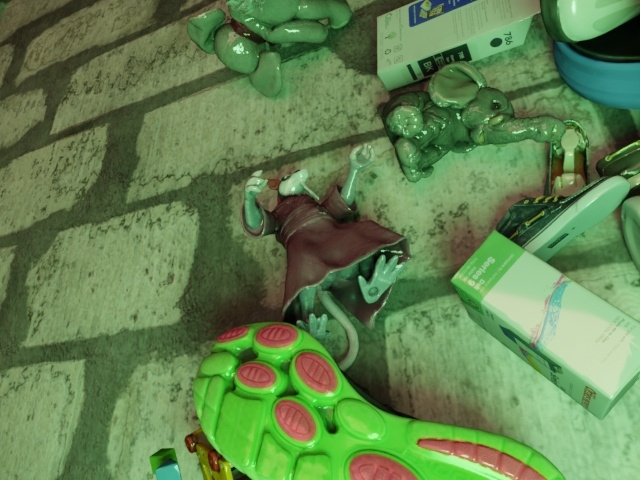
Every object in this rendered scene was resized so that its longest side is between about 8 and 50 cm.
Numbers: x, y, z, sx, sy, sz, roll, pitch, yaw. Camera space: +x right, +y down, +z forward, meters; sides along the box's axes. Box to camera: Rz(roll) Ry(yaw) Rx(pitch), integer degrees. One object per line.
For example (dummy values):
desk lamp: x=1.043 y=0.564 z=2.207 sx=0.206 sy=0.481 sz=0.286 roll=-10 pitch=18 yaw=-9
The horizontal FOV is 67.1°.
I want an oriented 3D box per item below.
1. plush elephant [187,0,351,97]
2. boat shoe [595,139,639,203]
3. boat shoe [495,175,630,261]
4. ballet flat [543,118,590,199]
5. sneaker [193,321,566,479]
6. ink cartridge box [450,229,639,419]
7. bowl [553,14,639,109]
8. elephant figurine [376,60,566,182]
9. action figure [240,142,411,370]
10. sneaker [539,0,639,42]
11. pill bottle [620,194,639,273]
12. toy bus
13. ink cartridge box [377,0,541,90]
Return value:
plush elephant: x=-0.137 y=-0.483 z=1.079 sx=0.255 sy=0.272 sz=0.330 roll=-42 pitch=6 yaw=45
boat shoe: x=0.501 y=-0.137 z=0.658 sx=0.227 sy=0.081 sz=0.069 roll=-29 pitch=59 yaw=13
boat shoe: x=0.323 y=-0.041 z=0.669 sx=0.183 sy=0.065 sz=0.083 roll=-50 pitch=44 yaw=35
ballet flat: x=0.366 y=-0.099 z=0.716 sx=0.070 sy=0.070 sz=0.189 roll=-3 pitch=64 yaw=25
sneaker: x=0.040 y=0.263 z=0.590 sx=0.482 sy=0.202 sz=0.185 roll=24 pitch=58 yaw=24
ink cartridge box: x=0.281 y=0.104 z=0.595 sx=0.093 sy=0.154 sz=0.212 roll=-48 pitch=55 yaw=-4
bowl: x=0.538 y=-0.363 z=0.695 sx=0.391 sy=0.077 sz=0.391 roll=-26 pitch=42 yaw=26
elephant figurine: x=0.232 y=-0.201 z=0.795 sx=0.239 sy=0.169 sz=0.186 roll=-22 pitch=91 yaw=10
action figure: x=0.000 y=0.000 z=0.813 sx=0.247 sy=0.276 sz=0.370 roll=-11 pitch=34 yaw=-18
sneaker: x=0.499 y=-0.390 z=0.553 sx=0.447 sy=0.169 sz=0.257 roll=-39 pitch=36 yaw=7
pill bottle: x=0.500 y=-0.025 z=0.574 sx=0.221 sy=0.124 sz=0.124 roll=-18 pitch=58 yaw=19
toy bus: x=-0.126 y=0.327 z=0.707 sx=0.190 sy=0.202 sz=0.105 roll=-13 pitch=90 yaw=12
ink cartridge box: x=0.269 y=-0.412 z=0.914 sx=0.332 sy=0.065 sz=0.166 roll=-12 pitch=59 yaw=29
